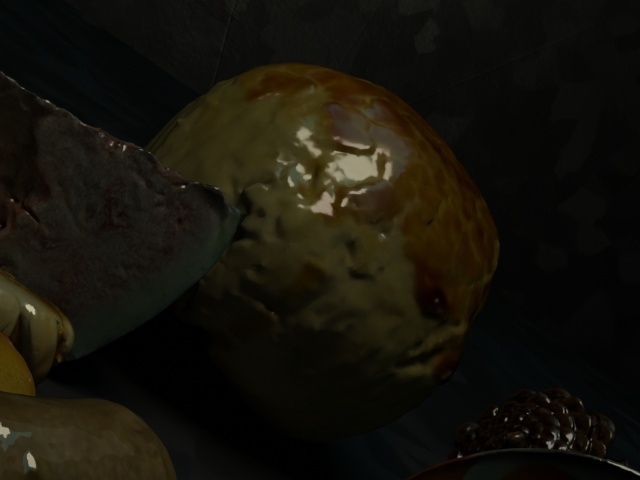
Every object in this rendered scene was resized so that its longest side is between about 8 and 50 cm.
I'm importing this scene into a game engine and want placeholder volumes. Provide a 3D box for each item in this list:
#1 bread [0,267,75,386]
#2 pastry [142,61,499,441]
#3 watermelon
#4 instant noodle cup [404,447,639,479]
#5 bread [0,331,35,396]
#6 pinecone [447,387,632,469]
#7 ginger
[{"bbox_3d":[-0.261,0.049,0.958,0.177,0.084,0.119,31,-2,-31],"label":"bread"},{"bbox_3d":[0.000,0.000,1.311,0.388,0.312,0.388,54,-6,9],"label":"pastry"},{"bbox_3d":[-0.234,-0.036,1.095,0.310,0.193,0.232,32,10,19],"label":"watermelon"},{"bbox_3d":[0.135,0.274,0.785,0.296,0.296,0.214,40,0,22],"label":"instant noodle cup"},{"bbox_3d":[-0.279,0.055,0.826,0.245,0.102,0.094,38,6,20],"label":"bread"},{"bbox_3d":[0.236,0.263,1.418,0.207,0.208,0.208,35,9,-7],"label":"pinecone"},{"bbox_3d":[-0.173,0.145,0.683,0.152,0.138,0.267,53,25,12],"label":"ginger"}]
